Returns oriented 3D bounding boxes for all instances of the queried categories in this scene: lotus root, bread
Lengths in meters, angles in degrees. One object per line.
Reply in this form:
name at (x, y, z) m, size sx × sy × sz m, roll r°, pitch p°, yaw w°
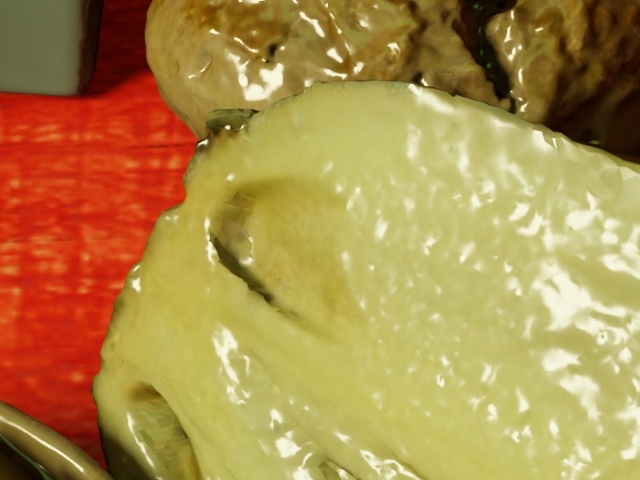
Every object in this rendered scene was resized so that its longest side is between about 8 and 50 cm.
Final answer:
lotus root at (0.048, 0.086, 0.462) m, size 0.149 × 0.267 × 0.260 m, roll 6°, pitch 21°, yaw -45°
bread at (0.044, -0.097, 0.595) m, size 0.230 × 0.123 × 0.230 m, roll 9°, pitch 37°, yaw -7°

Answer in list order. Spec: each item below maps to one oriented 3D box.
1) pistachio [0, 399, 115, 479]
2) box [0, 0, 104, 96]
pistachio at (-0.162, 0.112, 0.470) m, size 0.238 × 0.153 × 0.138 m, roll -4°, pitch 19°, yaw 27°
box at (-0.160, -0.181, 0.674) m, size 0.130 × 0.162 × 0.227 m, roll 6°, pitch 56°, yaw -7°
